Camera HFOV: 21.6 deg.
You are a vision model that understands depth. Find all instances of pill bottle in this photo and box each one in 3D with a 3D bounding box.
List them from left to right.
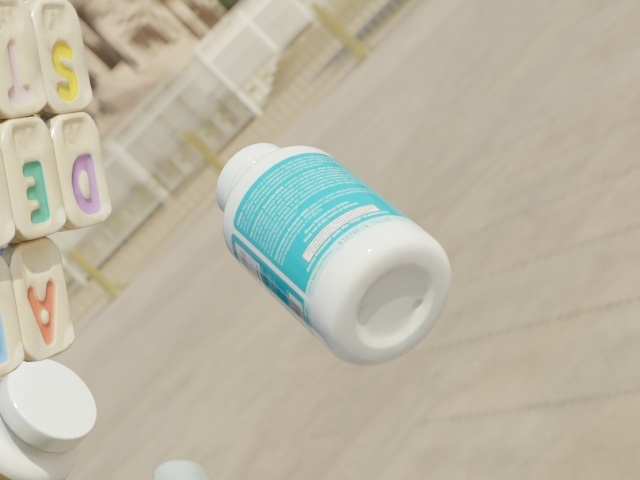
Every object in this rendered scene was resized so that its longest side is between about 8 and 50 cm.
[{"bbox_3d":[-0.401,0.277,2.135,0.265,0.153,0.153,-50,4,32],"label":"pill bottle"},{"bbox_3d":[0.000,0.000,1.649,0.146,0.146,0.264,-46,45,-2],"label":"pill bottle"}]

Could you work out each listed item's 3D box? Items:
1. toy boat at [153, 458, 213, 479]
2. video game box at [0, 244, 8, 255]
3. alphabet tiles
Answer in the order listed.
[{"bbox_3d":[-0.039,0.265,1.416,0.267,0.148,0.318,-7,2,-43],"label":"toy boat"},{"bbox_3d":[-0.367,0.043,1.621,0.187,0.048,0.205,-9,-32,-4],"label":"video game box"},{"bbox_3d":[-0.195,-0.062,0.902,0.021,0.278,0.284,-6,5,22],"label":"alphabet tiles"}]
